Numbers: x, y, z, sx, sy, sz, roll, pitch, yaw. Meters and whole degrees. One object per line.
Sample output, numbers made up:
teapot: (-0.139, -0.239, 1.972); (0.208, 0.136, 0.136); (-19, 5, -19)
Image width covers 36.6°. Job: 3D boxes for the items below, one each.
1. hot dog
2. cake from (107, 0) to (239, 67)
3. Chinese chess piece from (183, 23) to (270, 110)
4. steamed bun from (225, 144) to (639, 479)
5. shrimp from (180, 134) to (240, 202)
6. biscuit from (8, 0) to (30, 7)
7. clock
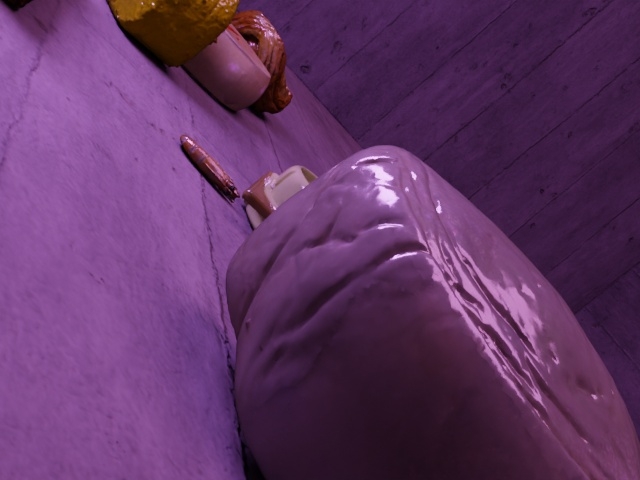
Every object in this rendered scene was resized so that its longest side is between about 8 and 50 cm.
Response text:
hot dog: (-0.136, -0.354, 1.956); (0.175, 0.114, 0.259); (53, -7, 16)
cake: (-0.236, -0.404, 1.526); (0.156, 0.179, 0.260); (41, 13, -45)
Chinese chess piece: (-0.196, -0.350, 1.748); (0.251, 0.097, 0.251); (49, 9, -10)
steamed bun: (0.080, 0.127, 0.736); (0.383, 0.247, 0.236); (55, 20, -1)
shrimp: (-0.141, -0.095, 1.241); (0.108, 0.023, 0.059); (49, 1, -7)
biscuit: (-0.329, -0.369, 1.186); (0.073, 0.107, 0.388); (43, 11, -18)
clock: (0.000, 0.000, 1.285); (0.235, 0.096, 0.308); (53, 11, 17)
